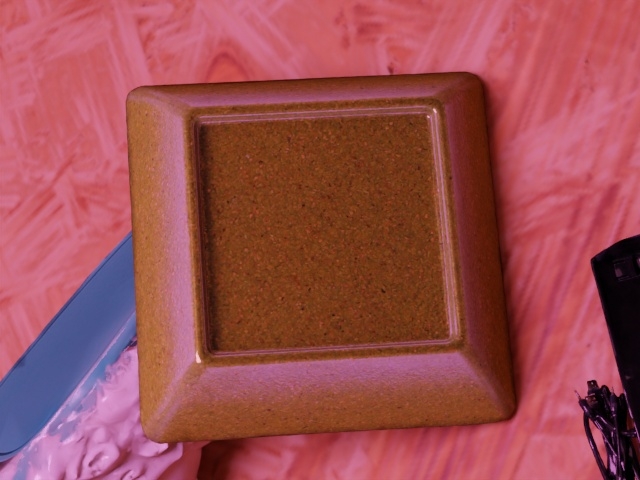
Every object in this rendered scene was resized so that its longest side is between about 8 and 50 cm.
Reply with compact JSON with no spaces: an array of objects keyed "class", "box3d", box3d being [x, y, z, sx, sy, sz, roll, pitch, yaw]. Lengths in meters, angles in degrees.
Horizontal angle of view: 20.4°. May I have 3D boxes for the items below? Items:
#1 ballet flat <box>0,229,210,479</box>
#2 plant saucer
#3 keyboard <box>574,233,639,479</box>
[{"class":"ballet flat","box3d":[-0.155,0.159,0.941,0.147,0.147,0.409,31,72,33]},{"class":"plant saucer","box3d":[0.000,0.000,0.887,0.188,0.045,0.188,-3,75,-5]},{"class":"keyboard","box3d":[0.171,0.088,0.837,0.100,0.038,0.192,-13,70,4]}]
